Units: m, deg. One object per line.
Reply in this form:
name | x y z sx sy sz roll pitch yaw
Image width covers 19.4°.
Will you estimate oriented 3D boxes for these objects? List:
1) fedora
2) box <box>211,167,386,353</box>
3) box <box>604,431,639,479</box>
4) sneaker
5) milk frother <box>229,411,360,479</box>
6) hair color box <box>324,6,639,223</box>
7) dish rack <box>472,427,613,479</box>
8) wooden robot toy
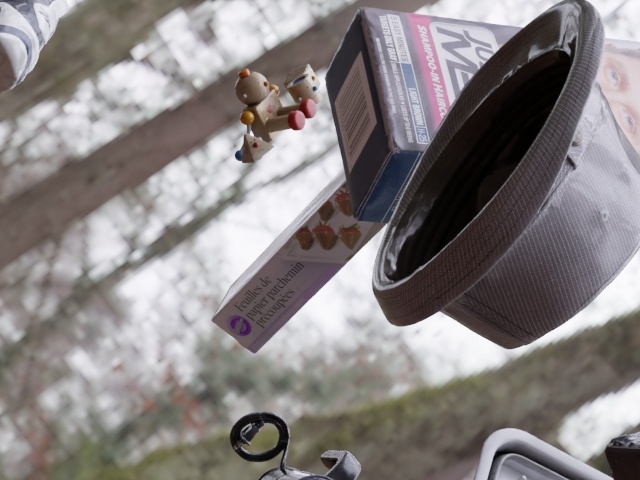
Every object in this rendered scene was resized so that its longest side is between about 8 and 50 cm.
fedora | 0.153 -0.028 1.330 0.124 0.275 0.244 37 -45 -13
box | 0.000 0.000 1.919 0.063 0.067 0.324 38 -50 -8
box | 0.454 0.269 1.644 0.183 0.294 0.296 -13 -84 68
sneaker | -0.331 -0.197 1.693 0.235 0.153 0.094 -4 -61 32
milk frother | -0.041 0.278 2.189 0.143 0.129 0.135 31 -12 -14
hair color box | 0.192 -0.100 1.689 0.105 0.347 0.174 119 -32 -47
dish rack | 0.289 0.393 2.102 0.333 0.285 0.072 29 -39 -11
wooden robot toy | -0.052 -0.152 1.961 0.076 0.173 0.079 -17 -66 39
